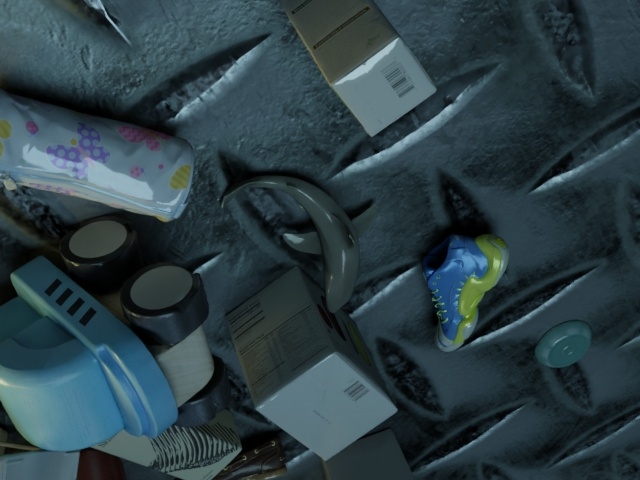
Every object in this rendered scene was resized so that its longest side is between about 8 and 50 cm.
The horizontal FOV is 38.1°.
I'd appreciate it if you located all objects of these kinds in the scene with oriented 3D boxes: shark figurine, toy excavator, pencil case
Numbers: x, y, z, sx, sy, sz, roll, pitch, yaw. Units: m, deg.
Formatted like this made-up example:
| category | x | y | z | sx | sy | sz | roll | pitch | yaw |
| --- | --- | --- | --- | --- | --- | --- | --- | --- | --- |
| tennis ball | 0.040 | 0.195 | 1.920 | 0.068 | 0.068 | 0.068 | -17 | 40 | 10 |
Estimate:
| category | x | y | z | sx | sy | sz | roll | pitch | yaw |
| --- | --- | --- | --- | --- | --- | --- | --- | --- | --- |
| shark figurine | -0.003 | -0.027 | 1.324 | 0.166 | 0.116 | 0.278 | -46 | 116 | -2 |
| toy excavator | -0.410 | 0.164 | 1.235 | 0.445 | 0.433 | 0.222 | -36 | 138 | -29 |
| pencil case | -0.295 | -0.102 | 1.155 | 0.273 | 0.124 | 0.113 | 12 | 122 | -29 |

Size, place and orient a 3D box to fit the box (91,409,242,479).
| category | x | y | z | sx | sy | sz | roll | pitch | yaw |
| --- | --- | --- | --- | --- | --- | --- | --- | --- | --- |
| box | -0.268 | 0.299 | 1.505 | 0.275 | 0.094 | 0.113 | 30 | 112 | -37 |

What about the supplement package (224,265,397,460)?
| category | x | y | z | sx | sy | sz | roll | pitch | yaw |
| --- | --- | --- | --- | --- | --- | --- | --- | --- | --- |
| supplement package | -0.016 | 0.190 | 1.441 | 0.149 | 0.203 | 0.194 | -36 | 131 | 9 |

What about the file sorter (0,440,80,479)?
| category | x | y | z | sx | sy | sz | roll | pitch | yaw |
| --- | --- | --- | --- | --- | --- | --- | --- | --- | --- |
| file sorter | -0.454 | 0.408 | 1.219 | 0.173 | 0.277 | 0.193 | 4 | 173 | 15 |

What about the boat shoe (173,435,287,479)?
| category | x | y | z | sx | sy | sz | roll | pitch | yaw |
| --- | --- | --- | --- | --- | --- | --- | --- | --- | --- |
| boat shoe | -0.164 | 0.401 | 1.650 | 0.207 | 0.073 | 0.073 | -12 | 93 | -16 |

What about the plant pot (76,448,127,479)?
| category | x | y | z | sx | sy | sz | roll | pitch | yaw |
| --- | --- | --- | --- | --- | --- | --- | --- | --- | --- |
| plant pot | -0.396 | 0.494 | 1.472 | 0.272 | 0.265 | 0.272 | -13 | 147 | -8 |

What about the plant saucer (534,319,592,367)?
| category | x | y | z | sx | sy | sz | roll | pitch | yaw |
| --- | --- | --- | --- | --- | --- | --- | --- | --- | --- |
| plant saucer | 0.465 | 0.202 | 1.754 | 0.119 | 0.021 | 0.119 | -11 | 129 | -13 |

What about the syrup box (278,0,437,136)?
| category | x | y | z | sx | sy | sz | roll | pitch | yaw |
| --- | --- | --- | --- | --- | --- | --- | --- | --- | --- |
| syrup box | 0.037 | -0.236 | 1.097 | 0.096 | 0.237 | 0.093 | -35 | 131 | 10 |

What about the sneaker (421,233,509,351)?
| category | x | y | z | sx | sy | sz | roll | pitch | yaw |
| --- | --- | --- | --- | --- | --- | --- | --- | --- | --- |
| sneaker | 0.210 | 0.077 | 1.531 | 0.126 | 0.091 | 0.240 | 16 | 122 | -9 |

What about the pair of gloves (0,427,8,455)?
| category | x | y | z | sx | sy | sz | roll | pitch | yaw |
| --- | --- | --- | --- | --- | --- | --- | --- | --- | --- |
| pair of gloves | -0.552 | 0.344 | 1.346 | 0.042 | 0.204 | 0.240 | -17 | 150 | 18 |

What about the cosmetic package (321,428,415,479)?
| category | x | y | z | sx | sy | sz | roll | pitch | yaw |
| --- | --- | --- | --- | --- | --- | --- | --- | --- | --- |
| cosmetic package | 0.134 | 0.551 | 1.679 | 0.155 | 0.365 | 0.197 | -19 | 129 | -8 |
